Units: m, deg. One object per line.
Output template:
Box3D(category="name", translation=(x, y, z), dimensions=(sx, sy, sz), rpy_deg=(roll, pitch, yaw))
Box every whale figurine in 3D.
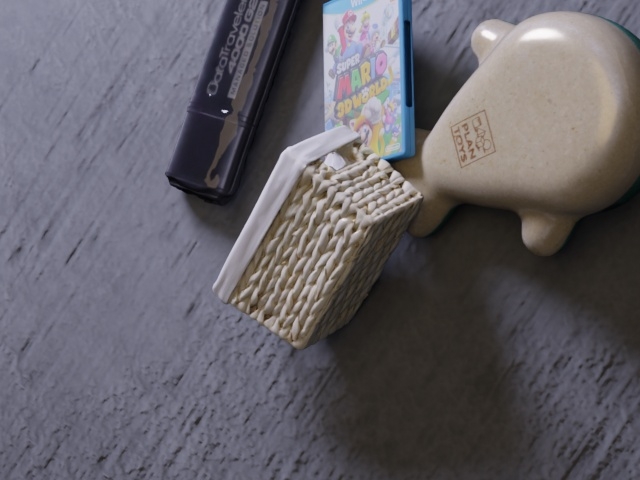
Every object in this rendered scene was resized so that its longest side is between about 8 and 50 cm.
Box3D(category="whale figurine", translation=(0.184, -0.089, 1.463), dimensions=(0.272, 0.141, 0.216), rpy_deg=(-26, 73, 38))

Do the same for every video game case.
Box3D(category="video game case", translation=(0.043, -0.149, 1.527), dimensions=(0.119, 0.015, 0.166), rpy_deg=(-13, 75, 53))

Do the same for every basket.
Box3D(category="basket", translation=(0.000, 0.000, 1.475), dimensions=(0.103, 0.113, 0.167), rpy_deg=(38, 120, 16))

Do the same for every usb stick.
Box3D(category="usb stick", translation=(-0.073, -0.171, 1.587), dimensions=(0.077, 0.045, 0.278), rpy_deg=(18, 88, 26))
